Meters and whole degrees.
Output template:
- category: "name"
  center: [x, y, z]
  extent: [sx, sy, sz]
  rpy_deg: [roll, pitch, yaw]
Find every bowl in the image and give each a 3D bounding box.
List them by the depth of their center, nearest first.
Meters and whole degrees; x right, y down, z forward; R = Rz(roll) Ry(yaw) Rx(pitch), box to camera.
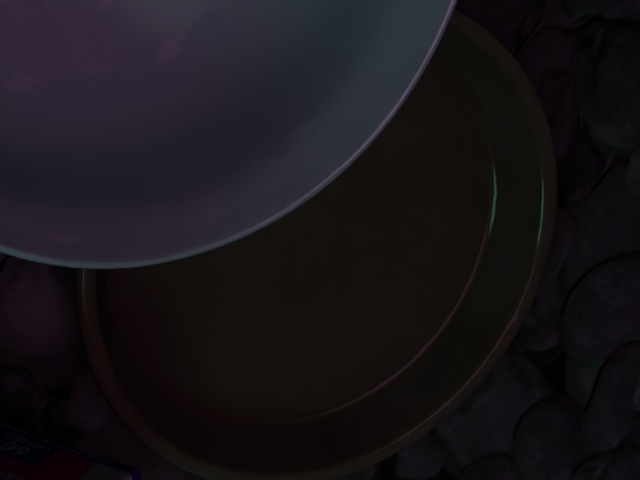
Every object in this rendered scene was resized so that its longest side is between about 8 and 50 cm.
- category: "bowl"
  center: [-0.088, -0.149, 0.649]
  extent: [0.297, 0.134, 0.298]
  rpy_deg: [-14, 119, -27]

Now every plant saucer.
- category: "plant saucer"
  center: [0.000, 0.000, 0.829]
  extent: [0.277, 0.041, 0.278]
  rpy_deg: [-11, 117, -24]

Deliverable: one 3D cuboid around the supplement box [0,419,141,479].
- category: "supplement box"
  center: [-0.183, 0.167, 0.690]
  extent: [0.220, 0.111, 0.114]
  rpy_deg: [-34, 138, -65]
